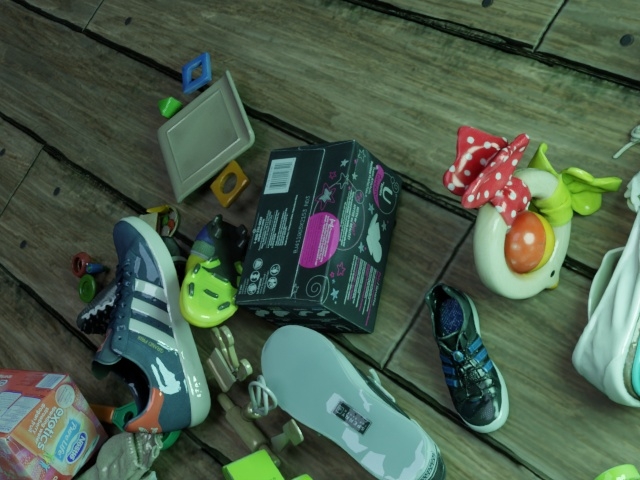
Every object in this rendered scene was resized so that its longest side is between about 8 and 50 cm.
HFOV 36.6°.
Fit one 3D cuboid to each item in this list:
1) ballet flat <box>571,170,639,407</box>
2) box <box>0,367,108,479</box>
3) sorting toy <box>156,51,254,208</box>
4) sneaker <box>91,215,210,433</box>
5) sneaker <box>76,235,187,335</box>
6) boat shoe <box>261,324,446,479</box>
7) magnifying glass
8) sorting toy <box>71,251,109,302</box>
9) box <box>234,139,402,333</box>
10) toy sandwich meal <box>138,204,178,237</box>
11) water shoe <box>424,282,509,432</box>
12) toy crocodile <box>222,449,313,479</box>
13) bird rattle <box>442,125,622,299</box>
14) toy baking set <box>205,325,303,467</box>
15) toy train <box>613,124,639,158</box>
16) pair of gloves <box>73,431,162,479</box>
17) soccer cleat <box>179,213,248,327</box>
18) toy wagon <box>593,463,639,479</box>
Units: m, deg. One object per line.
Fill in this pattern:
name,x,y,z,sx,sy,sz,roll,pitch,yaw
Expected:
ballet flat,0.398,-0.003,1.138,0.139,0.139,0.400,18,80,40
box,-0.519,0.312,1.588,0.300,0.142,0.154,-3,32,37
sorting toy,-0.197,-0.177,1.704,0.196,0.047,0.347,-38,50,21
sneaker,-0.287,0.128,1.477,0.350,0.148,0.131,68,152,19
sneaker,-0.321,0.073,1.652,0.234,0.078,0.106,-34,49,14
boat shoe,0.045,0.223,1.289,0.306,0.105,0.113,30,83,35
magnifying glass,-0.313,0.288,1.573,0.231,0.026,0.092,1,70,35
sorting toy,-0.411,0.064,1.749,0.061,0.042,0.102,-42,60,32
box,0.000,0.000,1.407,0.163,0.142,0.247,-3,65,37
toy sandwich meal,-0.288,-0.030,1.705,0.086,0.029,0.085,-16,59,29
water shoe,0.177,0.150,1.242,0.073,0.080,0.203,-31,53,21
toy crocodile,-0.021,0.405,1.243,0.115,0.105,0.340,-24,48,-27
bird rattle,0.252,-0.028,1.182,0.143,0.254,0.206,11,99,40
toy baking set,-0.103,0.228,1.356,0.030,0.196,0.256,-26,49,-22
toy train,0.446,-0.193,1.173,0.248,0.143,0.105,-33,52,19
pair of gloves,-0.282,0.407,1.467,0.204,0.042,0.240,-48,50,17
soccer cleat,-0.167,0.067,1.473,0.121,0.093,0.289,-59,12,24
toy wagon,0.292,0.417,1.035,0.344,0.068,0.267,-36,51,18
